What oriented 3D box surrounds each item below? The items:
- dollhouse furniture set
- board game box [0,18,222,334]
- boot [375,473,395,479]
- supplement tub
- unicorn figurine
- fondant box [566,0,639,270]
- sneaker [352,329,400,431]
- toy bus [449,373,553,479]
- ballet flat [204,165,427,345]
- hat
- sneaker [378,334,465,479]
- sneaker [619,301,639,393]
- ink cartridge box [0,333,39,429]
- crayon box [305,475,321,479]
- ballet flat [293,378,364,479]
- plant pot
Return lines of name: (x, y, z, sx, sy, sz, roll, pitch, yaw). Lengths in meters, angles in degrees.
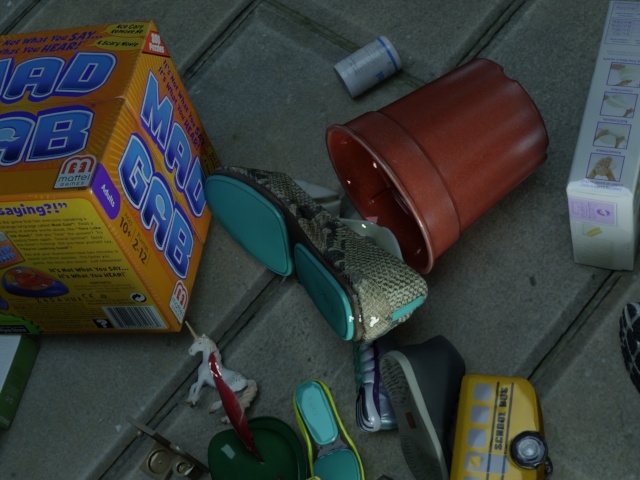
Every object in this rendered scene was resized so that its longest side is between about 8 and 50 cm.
dollhouse furniture set: (-0.252, 0.375, 1.568, 0.144, 0.123, 0.151, 24, 72, 27)
board game box: (-0.409, -0.092, 1.695, 0.357, 0.356, 0.356, -2, 52, 16)
boot: (0.108, 0.398, 1.495, 0.114, 0.037, 0.106, 18, 62, 24)
supplement tub: (0.084, -0.308, 1.855, 0.107, 0.071, 0.071, -33, 59, 0)
unicorn figurine: (-0.170, 0.219, 1.670, 0.162, 0.060, 0.111, 26, 72, 10)
fondant box: (0.449, -0.154, 1.562, 0.096, 0.238, 0.330, 8, 66, 20)
sneaker: (0.103, 0.186, 1.601, 0.098, 0.083, 0.223, 4, 63, -8)
toy bus: (0.244, 0.357, 1.432, 0.130, 0.108, 0.332, 2, 64, 18)
ballet flat: (0.000, 0.000, 1.659, 0.182, 0.164, 0.483, -22, 37, -25)
hat: (-0.140, 0.311, 1.511, 0.173, 0.183, 0.208, -33, 54, 16)
sneaker: (0.174, 0.250, 1.513, 0.118, 0.083, 0.222, -17, 91, -34)
sneaker: (0.518, 0.196, 1.456, 0.110, 0.107, 0.275, -24, 62, -19)
ink cartridge box: (-0.567, 0.257, 1.764, 0.109, 0.062, 0.209, 5, 65, 20)
crayon box: (-0.103, 0.470, 1.361, 0.363, 0.313, 0.106, -28, 58, 1)
ballet flat: (0.017, 0.314, 1.544, 0.077, 0.077, 0.231, -20, 61, 3)
plant pot: (0.192, -0.134, 1.633, 0.265, 0.272, 0.272, -35, 58, -11)
